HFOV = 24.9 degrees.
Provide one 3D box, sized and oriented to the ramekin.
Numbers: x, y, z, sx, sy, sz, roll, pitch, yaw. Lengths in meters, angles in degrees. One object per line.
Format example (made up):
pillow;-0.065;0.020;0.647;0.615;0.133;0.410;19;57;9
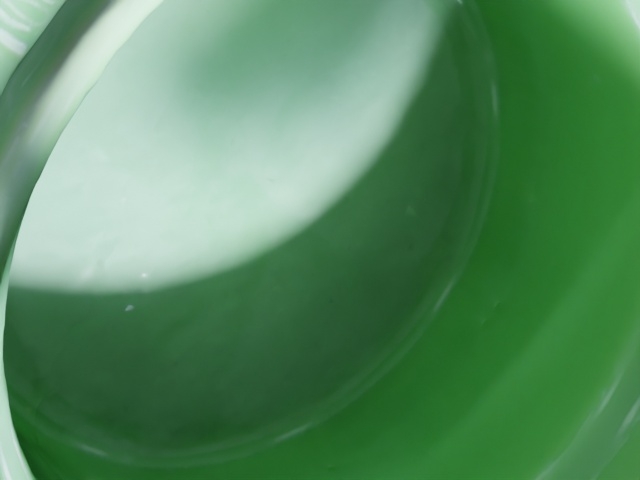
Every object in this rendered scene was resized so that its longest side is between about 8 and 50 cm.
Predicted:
ramekin;0.000;0.000;0.486;0.148;0.303;0.303;36;-17;51
